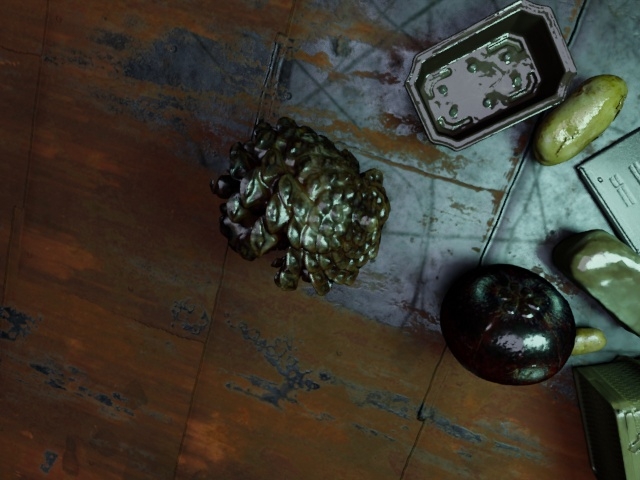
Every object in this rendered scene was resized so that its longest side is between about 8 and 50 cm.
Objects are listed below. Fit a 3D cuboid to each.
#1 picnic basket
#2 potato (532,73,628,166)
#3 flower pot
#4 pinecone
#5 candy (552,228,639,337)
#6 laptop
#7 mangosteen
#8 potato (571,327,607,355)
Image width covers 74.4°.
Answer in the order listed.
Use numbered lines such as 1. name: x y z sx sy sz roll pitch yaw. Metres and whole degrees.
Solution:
1. picnic basket: 0.570 0.352 0.743 0.139 0.165 0.267 -13 98 11
2. potato: 0.432 -0.199 0.704 0.170 0.107 0.080 -41 49 13
3. flower pot: 0.279 -0.272 0.726 0.250 0.084 0.179 -25 94 12
4. pinecone: -0.041 -0.057 0.722 0.296 0.298 0.242 39 130 19
5. candy: 0.526 0.079 0.733 0.234 0.104 0.102 43 103 1
6. laptop: 0.564 -0.086 0.744 0.135 0.016 0.197 -34 93 12
7. mangosteen: 0.316 0.149 0.743 0.216 0.216 0.216 2 100 9
8. potato: 0.490 0.189 0.791 0.083 0.040 0.051 -13 110 12
